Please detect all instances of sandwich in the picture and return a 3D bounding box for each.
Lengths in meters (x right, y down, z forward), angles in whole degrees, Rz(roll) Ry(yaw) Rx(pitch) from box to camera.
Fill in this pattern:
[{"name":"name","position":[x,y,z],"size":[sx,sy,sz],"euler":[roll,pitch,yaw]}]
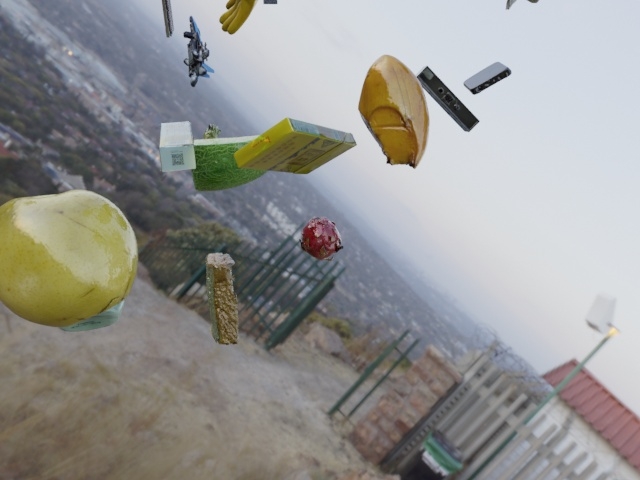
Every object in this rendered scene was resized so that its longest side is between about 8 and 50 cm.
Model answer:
[{"name":"sandwich","position":[-0.303,0.170,1.845],"size":[0.086,0.251,0.226],"euler":[-4,11,-10]}]

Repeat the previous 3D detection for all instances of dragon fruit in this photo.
[{"name":"dragon fruit","position":[0.000,0.000,1.913],"size":[0.166,0.133,0.136],"euler":[63,2,-58]}]

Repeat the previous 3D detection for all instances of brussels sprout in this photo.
[{"name":"brussels sprout","position":[-0.354,-0.343,1.973],"size":[0.058,0.085,0.085],"euler":[2,17,-16]}]

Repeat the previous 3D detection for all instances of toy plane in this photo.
[{"name":"toy plane","position":[-0.438,-0.671,2.096],"size":[0.169,0.078,0.247],"euler":[-21,-96,53]}]

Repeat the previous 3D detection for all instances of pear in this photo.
[{"name":"pear","position":[-0.605,0.039,1.423],"size":[0.348,0.348,0.348],"euler":[42,3,-3]}]

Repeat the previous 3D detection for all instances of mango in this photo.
[{"name":"mango","position":[0.160,-0.282,1.321],"size":[0.126,0.153,0.252],"euler":[-120,-169,-62]}]

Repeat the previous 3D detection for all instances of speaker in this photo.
[{"name":"speaker","position":[0.311,-0.348,1.486],"size":[0.191,0.040,0.046],"euler":[43,8,-11]}]

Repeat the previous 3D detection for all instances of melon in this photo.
[{"name":"melon","position":[-0.235,-0.256,1.818],"size":[0.196,0.323,0.124],"euler":[91,-17,-54]}]

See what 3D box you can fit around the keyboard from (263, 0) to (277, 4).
[{"name":"keyboard","position":[-0.150,-0.789,1.741],"size":[0.010,0.198,0.063],"euler":[12,24,34]}]

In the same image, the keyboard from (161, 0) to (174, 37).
[{"name":"keyboard","position":[-0.431,-0.659,1.694],"size":[0.055,0.017,0.166],"euler":[-84,179,-46]}]

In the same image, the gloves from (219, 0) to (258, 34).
[{"name":"gloves","position":[-0.187,-0.637,1.504],"size":[0.116,0.294,0.133],"euler":[24,53,-22]}]

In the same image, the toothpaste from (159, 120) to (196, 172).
[{"name":"toothpaste","position":[-0.365,-0.246,1.529],"size":[0.313,0.089,0.071],"euler":[-122,-154,-65]}]

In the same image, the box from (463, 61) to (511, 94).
[{"name":"box","position":[0.492,-0.481,1.785],"size":[0.027,0.126,0.125],"euler":[55,14,-22]}]

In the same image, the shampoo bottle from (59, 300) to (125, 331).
[{"name":"shampoo bottle","position":[-0.701,0.081,1.773],"size":[0.151,0.221,0.350],"euler":[122,-44,-56]}]

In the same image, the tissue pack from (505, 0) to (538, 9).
[{"name":"tissue pack","position":[0.488,-0.651,1.380],"size":[0.148,0.209,0.156],"euler":[34,-17,9]}]

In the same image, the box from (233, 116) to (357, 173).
[{"name":"box","position":[-0.049,-0.202,1.322],"size":[0.279,0.153,0.041],"euler":[-4,68,-60]}]
